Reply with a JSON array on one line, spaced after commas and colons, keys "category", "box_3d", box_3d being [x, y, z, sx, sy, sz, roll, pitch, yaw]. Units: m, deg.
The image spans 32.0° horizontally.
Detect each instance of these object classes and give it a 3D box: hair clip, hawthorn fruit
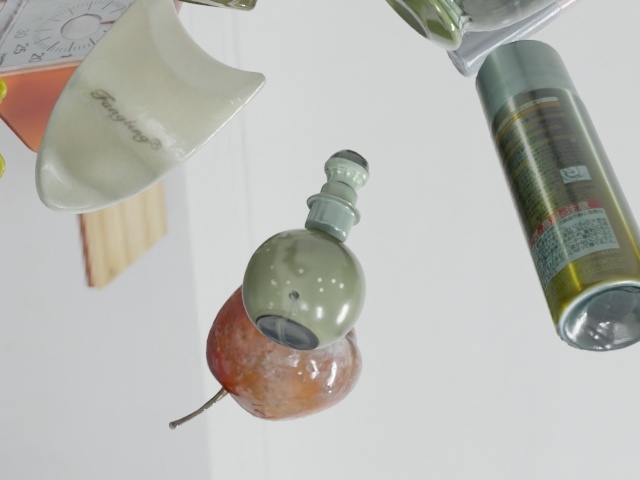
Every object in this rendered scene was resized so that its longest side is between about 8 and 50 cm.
[{"category": "hair clip", "box_3d": [-0.225, -0.145, 1.307, 0.172, 0.282, 0.113, 45, 32, -11]}, {"category": "hawthorn fruit", "box_3d": [-0.061, 0.153, 1.677, 0.235, 0.263, 0.231, -1, 85, -54]}]

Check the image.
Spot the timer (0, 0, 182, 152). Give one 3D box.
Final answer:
[{"category": "timer", "box_3d": [-0.301, -0.262, 1.492, 0.161, 0.250, 0.257, 58, 24, -33]}]

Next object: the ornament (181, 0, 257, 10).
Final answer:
[{"category": "ornament", "box_3d": [-0.125, -0.196, 0.661, 0.230, 0.245, 0.061, 7, -100, 68]}]

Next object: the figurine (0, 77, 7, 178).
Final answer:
[{"category": "figurine", "box_3d": [-0.510, -0.132, 1.161, 0.323, 0.340, 0.231, 51, 16, -31]}]

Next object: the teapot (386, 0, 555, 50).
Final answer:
[{"category": "teapot", "box_3d": [0.164, -0.328, 1.151, 0.239, 0.239, 0.321, -47, 177, 0]}]

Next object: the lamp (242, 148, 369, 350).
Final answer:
[{"category": "lamp", "box_3d": [0.000, 0.000, 0.838, 0.091, 0.091, 0.163, 65, 38, -54]}]

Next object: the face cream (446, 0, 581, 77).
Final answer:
[{"category": "face cream", "box_3d": [0.270, -0.301, 1.549, 0.057, 0.198, 0.084, 57, 1, -18]}]

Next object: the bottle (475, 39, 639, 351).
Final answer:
[{"category": "bottle", "box_3d": [0.186, -0.046, 0.869, 0.082, 0.082, 0.286, 72, 6, -45]}]
